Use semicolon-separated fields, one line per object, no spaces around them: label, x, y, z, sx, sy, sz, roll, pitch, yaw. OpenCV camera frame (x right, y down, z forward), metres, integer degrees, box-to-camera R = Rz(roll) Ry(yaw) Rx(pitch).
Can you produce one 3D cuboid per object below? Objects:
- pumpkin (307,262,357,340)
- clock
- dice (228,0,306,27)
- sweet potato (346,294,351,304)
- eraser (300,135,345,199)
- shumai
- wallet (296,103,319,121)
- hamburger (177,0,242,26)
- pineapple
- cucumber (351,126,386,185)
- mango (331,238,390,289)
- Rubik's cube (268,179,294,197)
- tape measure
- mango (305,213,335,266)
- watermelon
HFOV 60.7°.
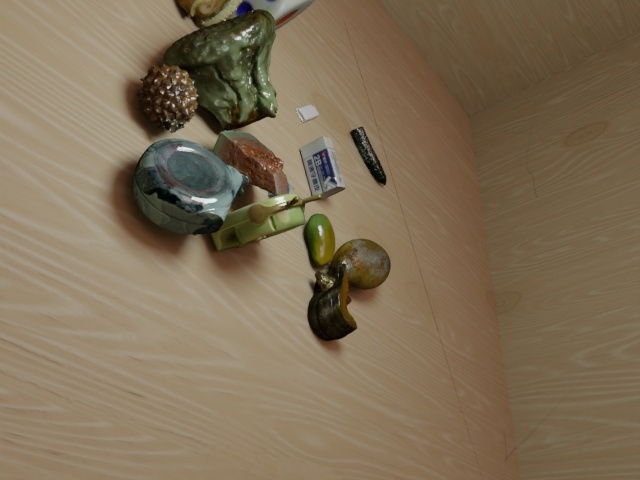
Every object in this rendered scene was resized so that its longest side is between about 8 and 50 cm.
pumpkin;0.031;0.200;1.804;0.126;0.131;0.248;11;60;-51
clock;-0.145;-0.062;1.553;0.235;0.308;0.096;-16;86;-56
dice;-0.208;-0.956;2.021;0.304;0.304;0.277;57;35;-13
sweet potato;0.064;0.189;1.928;0.117;0.049;0.049;52;36;-14
eraser;0.006;-0.272;2.060;0.068;0.124;0.210;2;69;-55
shumai;-0.266;-0.515;1.700;0.397;0.324;0.323;-65;142;-56
wallet;-0.052;-0.521;2.225;0.061;0.025;0.122;56;35;-4
hamburger;-0.349;-0.903;1.832;0.209;0.330;0.162;52;17;21
pineapple;-0.420;-0.383;1.515;0.166;0.166;0.193;13;59;-51
cucumber;0.226;-0.378;2.486;0.294;0.067;0.067;63;34;-9
mango;0.142;0.090;2.015;0.316;0.146;0.193;-7;78;-49
Rubik's cube;-0.130;-0.178;1.858;0.075;0.084;0.073;47;39;-53
tape measure;-0.348;-0.134;1.428;0.275;0.147;0.256;29;39;-13
mango;0.001;-0.002;1.933;0.122;0.085;0.191;9;73;-64
watermelon;-0.182;-0.214;1.655;0.256;0.140;0.193;37;22;27
